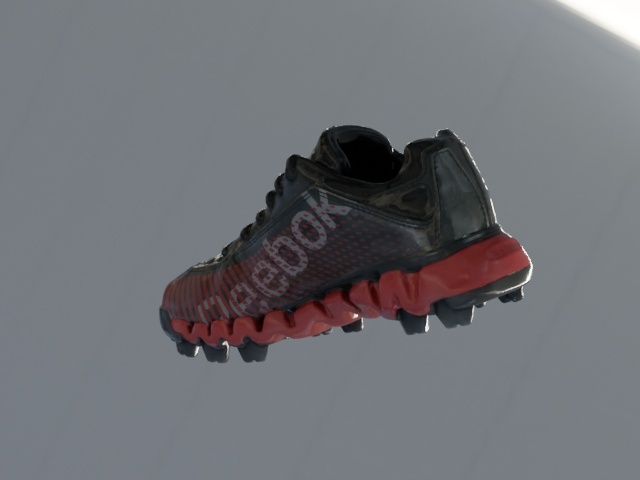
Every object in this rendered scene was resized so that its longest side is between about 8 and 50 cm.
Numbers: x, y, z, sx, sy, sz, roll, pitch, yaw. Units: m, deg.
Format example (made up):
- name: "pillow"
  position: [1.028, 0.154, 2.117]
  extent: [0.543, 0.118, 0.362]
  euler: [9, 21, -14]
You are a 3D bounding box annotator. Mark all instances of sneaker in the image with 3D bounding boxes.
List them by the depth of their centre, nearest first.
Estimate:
- name: "sneaker"
  position: [0.000, 0.000, 1.195]
  extent: [0.276, 0.097, 0.135]
  euler: [-14, -86, 38]
